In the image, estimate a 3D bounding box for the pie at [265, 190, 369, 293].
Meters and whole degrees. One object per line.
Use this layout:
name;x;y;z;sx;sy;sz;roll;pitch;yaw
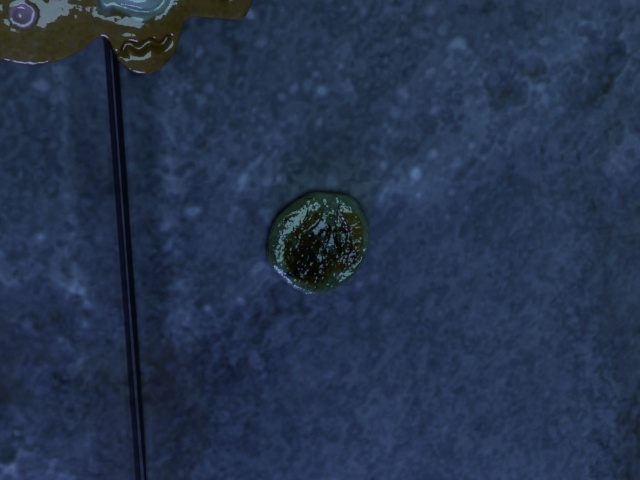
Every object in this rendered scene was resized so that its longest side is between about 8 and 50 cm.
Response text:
pie;0.000;0.000;1.237;0.085;0.017;0.085;-6;107;-18

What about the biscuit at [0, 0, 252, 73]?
biscuit;-0.159;-0.201;1.116;0.249;0.035;0.184;-12;108;-15
